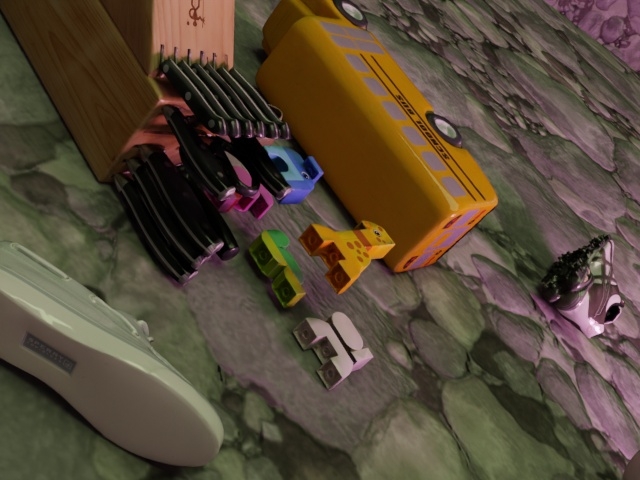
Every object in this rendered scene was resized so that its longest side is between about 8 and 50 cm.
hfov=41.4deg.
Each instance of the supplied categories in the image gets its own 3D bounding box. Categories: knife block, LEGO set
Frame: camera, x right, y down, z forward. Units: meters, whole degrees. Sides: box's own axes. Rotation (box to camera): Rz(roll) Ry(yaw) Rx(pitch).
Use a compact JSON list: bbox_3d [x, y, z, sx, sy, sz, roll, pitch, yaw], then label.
[{"bbox_3d":[-0.148,-0.097,0.680,0.275,0.242,0.088,7,7,37],"label":"knife block"},{"bbox_3d":[0.000,0.000,0.709,0.093,0.087,0.227,-5,56,-52],"label":"LEGO set"}]

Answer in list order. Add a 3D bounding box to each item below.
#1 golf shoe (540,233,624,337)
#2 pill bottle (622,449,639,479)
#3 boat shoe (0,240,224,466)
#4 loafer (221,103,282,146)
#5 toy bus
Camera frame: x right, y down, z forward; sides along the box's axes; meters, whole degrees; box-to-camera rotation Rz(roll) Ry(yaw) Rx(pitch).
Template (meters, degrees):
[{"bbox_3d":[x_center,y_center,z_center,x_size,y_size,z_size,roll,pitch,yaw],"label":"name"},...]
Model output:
[{"bbox_3d":[0.335,0.058,1.058,0.094,0.077,0.198,56,38,0],"label":"golf shoe"},{"bbox_3d":[0.340,0.289,0.696,0.136,0.136,0.246,34,32,-16],"label":"pill bottle"},{"bbox_3d":[-0.132,0.064,0.505,0.184,0.066,0.063,30,32,-3],"label":"boat shoe"},{"bbox_3d":[-0.096,-0.128,0.787,0.148,0.050,0.056,19,34,-42],"label":"loafer"},{"bbox_3d":[0.042,-0.130,0.901,0.130,0.108,0.333,-10,59,-52],"label":"toy bus"}]
